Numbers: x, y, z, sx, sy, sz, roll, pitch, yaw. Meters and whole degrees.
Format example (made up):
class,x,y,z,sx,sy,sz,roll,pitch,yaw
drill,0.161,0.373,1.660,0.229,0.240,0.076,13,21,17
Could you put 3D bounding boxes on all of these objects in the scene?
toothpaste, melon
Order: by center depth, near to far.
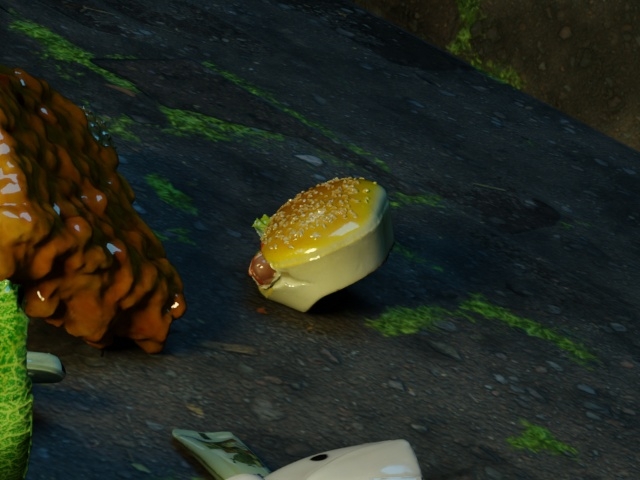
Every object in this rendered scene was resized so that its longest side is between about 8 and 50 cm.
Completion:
class,x,y,z,sx,sy,sz,roll,pitch,yaw
melon,-0.320,0.135,1.412,0.169,0.265,0.129,-3,71,-18
toothpaste,-0.049,0.229,1.591,0.067,0.037,0.255,4,21,-36

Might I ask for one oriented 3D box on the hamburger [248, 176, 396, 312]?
class,x,y,z,sx,sy,sz,roll,pitch,yaw
hamburger,0.000,0.000,2.065,0.116,0.173,0.210,56,20,-9

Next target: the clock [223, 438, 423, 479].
class,x,y,z,sx,sy,sz,roll,pitch,yaw
clock,-0.053,0.247,1.374,0.253,0.189,0.189,-2,27,-19

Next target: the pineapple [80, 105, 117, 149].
class,x,y,z,sx,sy,sz,roll,pitch,yaw
pineapple,-0.315,-0.074,2.026,0.125,0.125,0.251,22,24,8

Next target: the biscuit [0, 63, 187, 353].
class,x,y,z,sx,sy,sz,roll,pitch,yaw
biscuit,-0.281,-0.048,1.779,0.312,0.110,0.318,34,22,-53

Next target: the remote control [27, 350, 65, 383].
class,x,y,z,sx,sy,sz,roll,pitch,yaw
remote control,-0.351,0.098,1.577,0.256,0.045,0.097,11,-15,-16
